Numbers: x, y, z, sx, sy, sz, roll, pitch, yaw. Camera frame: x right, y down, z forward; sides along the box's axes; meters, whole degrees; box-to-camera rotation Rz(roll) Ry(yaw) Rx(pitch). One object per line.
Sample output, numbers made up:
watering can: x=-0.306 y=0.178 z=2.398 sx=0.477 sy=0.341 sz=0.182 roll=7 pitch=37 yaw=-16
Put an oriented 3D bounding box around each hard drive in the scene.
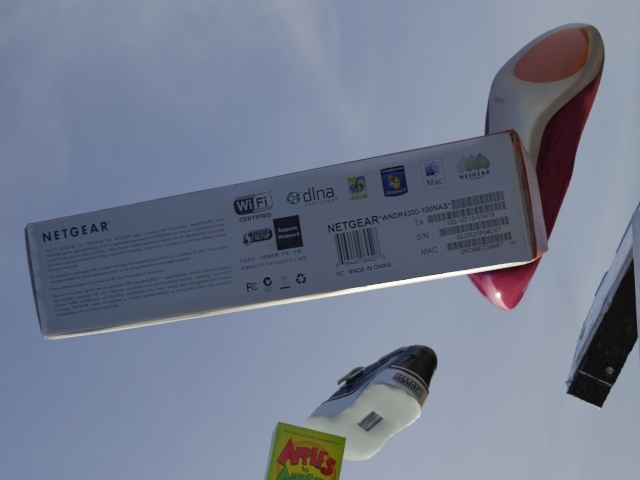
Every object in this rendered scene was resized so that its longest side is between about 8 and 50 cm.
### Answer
hard drive: x=0.455 y=0.047 z=1.368 sx=0.237 sy=0.064 sz=0.339 roll=-45 pitch=-26 yaw=-60

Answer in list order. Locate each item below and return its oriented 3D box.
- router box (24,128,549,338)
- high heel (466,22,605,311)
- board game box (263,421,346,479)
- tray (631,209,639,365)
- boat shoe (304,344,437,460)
router box: x=0.000 y=0.000 z=0.737 sx=0.301 sy=0.335 sz=0.082 roll=-2 pitch=-98 yaw=-76
high heel: x=0.265 y=-0.100 z=1.176 sx=0.377 sy=0.127 sz=0.181 roll=-54 pitch=-39 yaw=-26
board game box: x=-0.030 y=0.328 z=1.189 sx=0.043 sy=0.092 sz=0.181 roll=112 pitch=171 yaw=-59
tray: x=0.366 y=0.105 z=0.881 sx=0.030 sy=0.145 sz=0.270 roll=-26 pitch=-67 yaw=-53
boat shoe: x=0.076 y=0.238 z=1.423 sx=0.105 sy=0.113 sz=0.306 roll=-54 pitch=-1 yaw=-38
